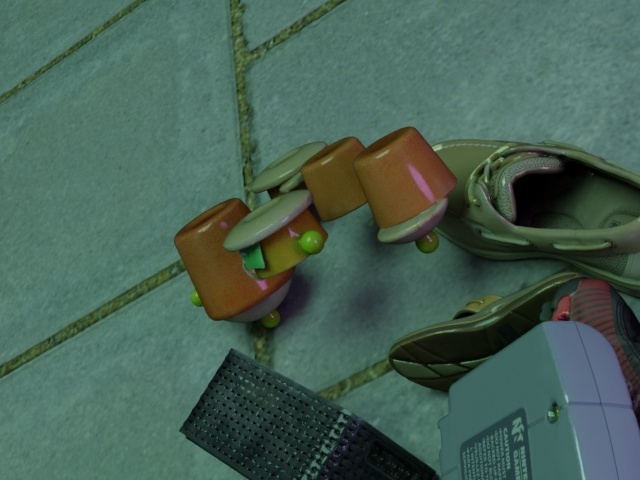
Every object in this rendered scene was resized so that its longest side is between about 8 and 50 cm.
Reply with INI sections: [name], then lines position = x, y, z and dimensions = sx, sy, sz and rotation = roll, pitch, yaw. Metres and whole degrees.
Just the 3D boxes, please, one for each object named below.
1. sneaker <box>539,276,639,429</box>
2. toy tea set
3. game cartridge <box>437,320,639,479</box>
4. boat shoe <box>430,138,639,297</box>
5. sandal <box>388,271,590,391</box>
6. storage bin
[sneaker]
position = 0.231, 0.127, 0.874
dimensions = 0.135, 0.097, 0.276
rotation = -30, 45, 23
[toy tea set]
position = 0.000, 0.000, 1.159
dimensions = 0.200, 0.124, 0.336
rotation = -36, 13, -18
[game cartridge]
position = 0.141, 0.210, 0.819
dimensions = 0.196, 0.060, 0.294
rotation = 125, 146, -62
[boat shoe]
position = 0.170, -0.039, 1.058
dimensions = 0.302, 0.098, 0.109
rotation = 24, 78, 50
[sandal]
position = 0.139, 0.067, 1.035
dimensions = 0.180, 0.072, 0.049
rotation = -28, 29, 23
[storage bin]
position = -0.013, 0.170, 1.051
dimensions = 0.180, 0.122, 0.084
rotation = 22, 77, 50
